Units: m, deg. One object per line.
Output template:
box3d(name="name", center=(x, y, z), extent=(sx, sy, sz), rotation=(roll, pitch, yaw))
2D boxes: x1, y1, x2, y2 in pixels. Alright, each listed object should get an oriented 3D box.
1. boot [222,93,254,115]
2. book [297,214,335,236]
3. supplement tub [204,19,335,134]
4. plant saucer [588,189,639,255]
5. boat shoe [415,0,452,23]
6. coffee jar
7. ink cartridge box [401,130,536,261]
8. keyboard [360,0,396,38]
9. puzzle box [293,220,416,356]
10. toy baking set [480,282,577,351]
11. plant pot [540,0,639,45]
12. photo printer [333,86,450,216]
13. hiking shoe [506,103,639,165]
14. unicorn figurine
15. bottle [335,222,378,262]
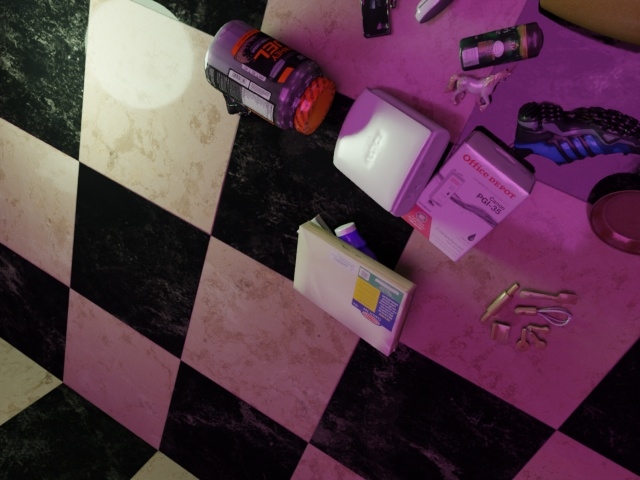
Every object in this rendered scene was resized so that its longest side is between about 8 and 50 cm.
box3d(name="boot", center=(-0.256, -0.454, 1.434), extent=(0.099, 0.045, 0.121), rotation=(3, 118, 26))
box3d(name="book", center=(0.000, 0.000, 1.504), extent=(0.096, 0.035, 0.144), rotation=(-36, 94, 35))
box3d(name="supplement tub", center=(-0.140, -0.454, 1.286), extent=(0.338, 0.207, 0.207), rotation=(33, 120, 9))
box3d(name="plant saucer", center=(0.761, -0.048, 1.088), extent=(0.198, 0.036, 0.199), rotation=(32, 150, 22))
box3d(name="boat shoe", center=(0.315, -0.642, 1.078), extent=(0.258, 0.095, 0.084), rotation=(-42, 85, 21))
box3d(name="coffee jar", center=(0.431, -0.462, 1.082), extent=(0.184, 0.096, 0.079), rotation=(-3, 111, 25))
box3d(name="ink cartridge box", center=(0.385, -0.114, 1.203), extent=(0.207, 0.117, 0.283), rotation=(41, 132, 6))
box3d(name="keyboard", center=(0.157, -0.634, 1.186), extent=(0.108, 0.023, 0.180), rotation=(4, 112, 30))
box3d(name="puzzle box", center=(0.086, 0.145, 1.401), extent=(0.409, 0.052, 0.272), rotation=(33, 133, 28))
box3d(name="toy baking set", center=(0.600, 0.215, 1.312), extent=(0.196, 0.030, 0.256), rotation=(31, 120, 8))
box3d(name="plant pot", center=(0.601, -0.529, 0.924), extent=(0.254, 0.237, 0.237), rotation=(24, 119, 32))
box3d(name="photo printer", center=(0.169, -0.252, 1.224), extent=(0.307, 0.107, 0.256), rotation=(47, 125, 35))
box3d(name="hiking shoe", center=(0.623, -0.242, 1.090), extent=(0.304, 0.113, 0.132), rotation=(17, 138, 19))
box3d(name="unicorn figurine", center=(0.398, -0.383, 1.136), extent=(0.161, 0.060, 0.111), rotation=(5, 146, 3))
box3d(name="bottle", center=(0.127, 0.084, 1.438), extent=(0.118, 0.092, 0.283), rotation=(-13, 104, 37))
